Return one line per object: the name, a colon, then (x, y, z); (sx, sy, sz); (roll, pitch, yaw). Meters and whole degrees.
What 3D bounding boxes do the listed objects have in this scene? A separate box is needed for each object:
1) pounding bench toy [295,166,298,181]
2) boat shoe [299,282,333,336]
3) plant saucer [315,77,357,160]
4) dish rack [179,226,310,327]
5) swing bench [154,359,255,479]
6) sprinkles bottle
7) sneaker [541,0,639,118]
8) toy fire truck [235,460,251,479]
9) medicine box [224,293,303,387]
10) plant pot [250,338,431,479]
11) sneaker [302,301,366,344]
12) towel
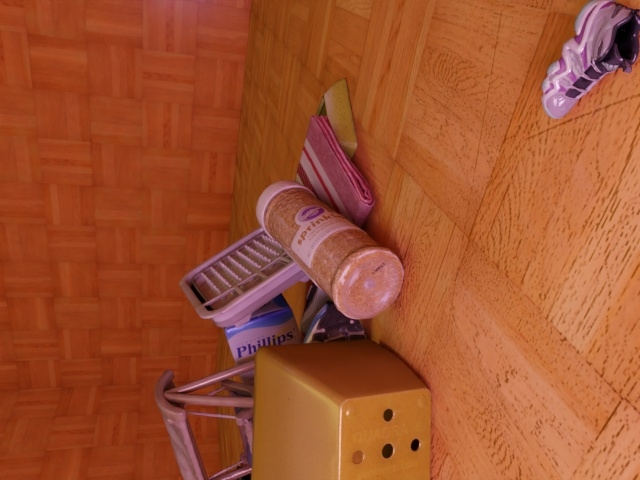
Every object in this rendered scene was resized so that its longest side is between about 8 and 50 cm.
pounding bench toy: (-0.026, -0.156, 1.201); (0.065, 0.052, 0.083); (-112, 29, -55)
boat shoe: (0.011, 0.121, 1.021); (0.219, 0.078, 0.070); (112, 164, -44)
plant saucer: (0.017, -0.218, 1.076); (0.188, 0.045, 0.188); (118, 149, -57)
dish rack: (-0.149, 0.071, 1.099); (0.072, 0.286, 0.333); (62, 163, -22)
swing bench: (-0.177, 0.384, 0.981); (0.165, 0.255, 0.253); (-94, -7, -70)
sprinkles bottle: (0.000, 0.000, 0.873); (0.355, 0.121, 0.121); (42, 128, 55)
sneaker: (0.219, -0.137, 0.400); (0.069, 0.038, 0.098); (-112, 28, -55)
toy fire truck: (-0.193, 0.642, 1.538); (0.217, 0.159, 0.246); (146, 136, -70)
medicine box: (-0.126, 0.257, 1.179); (0.263, 0.149, 0.289); (-141, 33, -70)
plant pot: (0.039, 0.264, 0.703); (0.187, 0.212, 0.212); (-1, 87, 61)
sneaker: (-0.005, 0.244, 0.954); (0.147, 0.130, 0.329); (-117, 33, -54)
towel: (0.008, -0.058, 1.029); (0.329, 0.037, 0.237); (110, 141, -52)
